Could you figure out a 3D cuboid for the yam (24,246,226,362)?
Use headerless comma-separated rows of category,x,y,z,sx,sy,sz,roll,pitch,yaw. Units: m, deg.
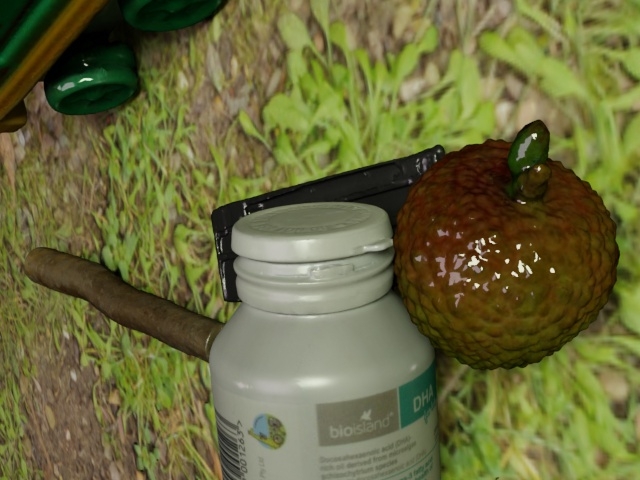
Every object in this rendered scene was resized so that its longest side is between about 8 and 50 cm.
yam,-0.186,0.054,0.830,0.327,0.045,0.045,15,78,46

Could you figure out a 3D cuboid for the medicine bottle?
medicine bottle,0.003,0.090,0.535,0.135,0.135,0.215,12,112,48

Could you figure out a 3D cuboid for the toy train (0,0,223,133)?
toy train,-0.234,-0.215,0.665,0.429,0.249,0.178,-25,80,49

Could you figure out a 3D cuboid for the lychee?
lychee,0.090,0.006,0.446,0.114,0.114,0.146,50,149,30

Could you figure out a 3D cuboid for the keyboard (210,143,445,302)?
keyboard,0.000,0.000,0.620,0.250,0.017,0.087,-11,88,49
